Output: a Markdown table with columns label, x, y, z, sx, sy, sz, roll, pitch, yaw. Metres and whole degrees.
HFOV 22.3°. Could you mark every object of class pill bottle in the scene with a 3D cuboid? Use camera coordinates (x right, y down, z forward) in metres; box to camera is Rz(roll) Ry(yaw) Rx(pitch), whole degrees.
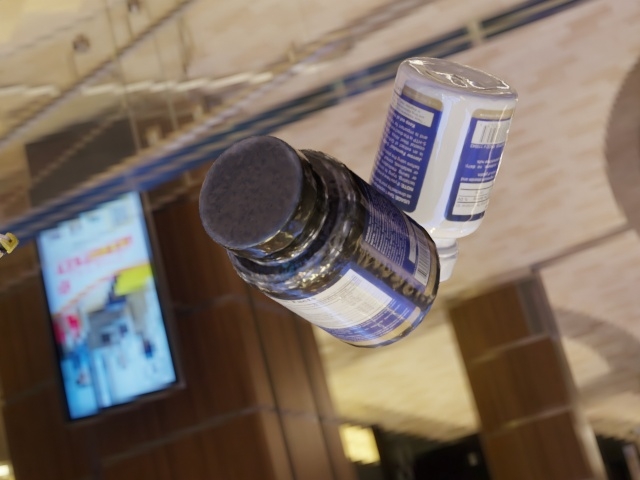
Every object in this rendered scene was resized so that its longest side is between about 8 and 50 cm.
| label | x | y | z | sx | sy | sz | roll | pitch | yaw |
| --- | --- | --- | --- | --- | --- | --- | --- | --- | --- |
| pill bottle | 0.000 | 0.000 | 1.310 | 0.123 | 0.122 | 0.219 | -23 | 149 | 21 |
| pill bottle | 0.103 | -0.063 | 1.483 | 0.112 | 0.112 | 0.186 | 0 | 114 | -34 |

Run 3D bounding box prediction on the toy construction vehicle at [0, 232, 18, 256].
| label | x | y | z | sx | sy | sz | roll | pitch | yaw |
| --- | --- | --- | --- | --- | --- | --- | --- | --- | --- |
| toy construction vehicle | -0.342 | 0.026 | 1.566 | 0.098 | 0.035 | 0.086 | -5 | -144 | 51 |
